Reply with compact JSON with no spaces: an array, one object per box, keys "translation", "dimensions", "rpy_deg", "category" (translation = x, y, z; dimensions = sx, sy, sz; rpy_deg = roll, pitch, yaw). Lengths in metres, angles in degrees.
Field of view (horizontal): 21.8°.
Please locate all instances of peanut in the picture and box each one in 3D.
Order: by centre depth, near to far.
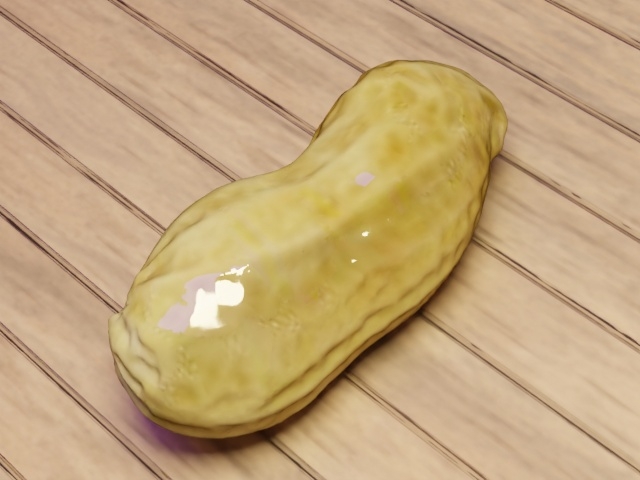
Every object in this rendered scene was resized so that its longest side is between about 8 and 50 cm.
[{"translation":[0.000,0.000,1.027],"dimensions":[0.305,0.147,0.147],"rpy_deg":[-38,51,-16],"category":"peanut"}]
